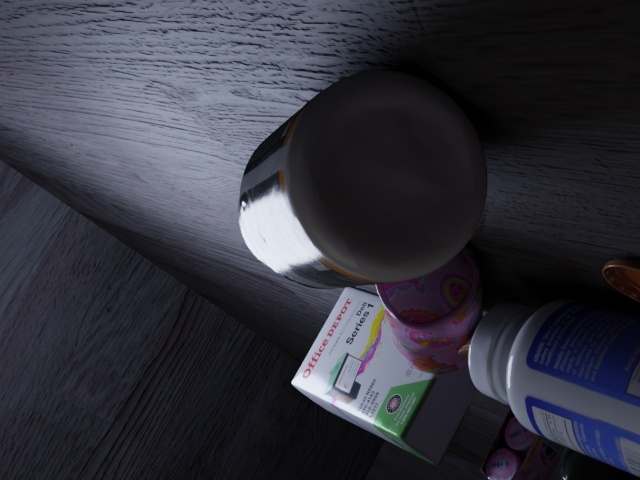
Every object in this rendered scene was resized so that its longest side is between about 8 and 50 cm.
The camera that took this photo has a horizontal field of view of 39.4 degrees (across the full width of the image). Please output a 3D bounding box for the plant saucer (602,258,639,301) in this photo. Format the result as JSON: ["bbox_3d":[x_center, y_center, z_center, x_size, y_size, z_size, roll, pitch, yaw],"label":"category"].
[{"bbox_3d":[0.295,0.039,0.800,0.083,0.013,0.083,29,168,6],"label":"plant saucer"}]

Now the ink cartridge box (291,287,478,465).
[{"bbox_3d":[0.112,0.211,1.455,0.278,0.201,0.117,16,161,50],"label":"ink cartridge box"}]

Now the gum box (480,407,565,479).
[{"bbox_3d":[0.328,0.308,1.384,0.062,0.188,0.107,18,164,43],"label":"gum box"}]

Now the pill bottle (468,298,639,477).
[{"bbox_3d":[0.289,0.144,0.911,0.152,0.152,0.272,39,165,-37],"label":"pill bottle"}]

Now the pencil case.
[{"bbox_3d":[0.138,0.083,1.105,0.124,0.124,0.284,25,166,19],"label":"pencil case"}]

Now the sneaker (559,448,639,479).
[{"bbox_3d":[0.474,0.341,1.301,0.286,0.109,0.130,3,169,-28],"label":"sneaker"}]

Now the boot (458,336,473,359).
[{"bbox_3d":[0.217,0.118,1.087,0.059,0.085,0.158,26,-178,22],"label":"boot"}]

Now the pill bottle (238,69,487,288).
[{"bbox_3d":[0.017,-0.039,0.781,0.162,0.162,0.278,32,168,-11],"label":"pill bottle"}]
